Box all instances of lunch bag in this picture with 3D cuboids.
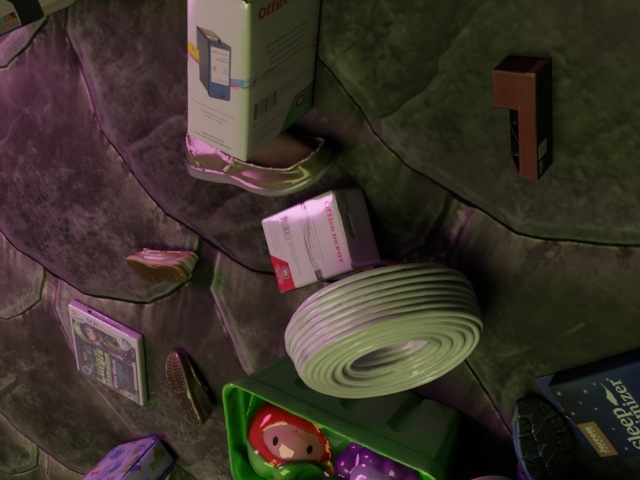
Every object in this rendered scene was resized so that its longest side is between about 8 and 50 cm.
[{"bbox_3d":[-0.415,0.501,1.868,0.219,0.176,0.090,-24,105,44],"label":"lunch bag"}]

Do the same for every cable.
[{"bbox_3d":[0.081,0.122,1.166,0.257,0.257,0.089,-46,50,44],"label":"cable"}]

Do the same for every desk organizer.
[{"bbox_3d":[0.224,-0.135,0.994,0.050,0.047,0.130,13,129,32],"label":"desk organizer"}]

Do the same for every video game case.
[{"bbox_3d":[-0.416,0.222,1.768,0.173,0.022,0.190,24,133,21],"label":"video game case"}]

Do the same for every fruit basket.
[{"bbox_3d":[-0.002,0.382,1.330,0.392,0.392,0.283,19,132,25],"label":"fruit basket"}]

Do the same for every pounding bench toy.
[{"bbox_3d":[0.093,0.060,1.241,0.052,0.083,0.065,-30,64,45],"label":"pounding bench toy"}]

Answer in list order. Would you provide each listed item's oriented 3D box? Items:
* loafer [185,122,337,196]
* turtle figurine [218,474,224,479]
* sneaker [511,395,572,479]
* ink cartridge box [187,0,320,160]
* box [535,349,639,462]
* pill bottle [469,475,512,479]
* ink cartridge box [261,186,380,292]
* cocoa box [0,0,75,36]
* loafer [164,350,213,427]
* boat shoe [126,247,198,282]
[{"bbox_3d":[-0.093,-0.122,1.207,0.251,0.094,0.087,7,130,33],"label":"loafer"},{"bbox_3d":[-0.049,0.419,1.580,0.234,0.118,0.175,26,93,17],"label":"turtle figurine"},{"bbox_3d":[0.303,0.318,1.258,0.087,0.083,0.221,14,123,64],"label":"sneaker"},{"bbox_3d":[-0.077,-0.228,1.070,0.093,0.154,0.212,27,135,20],"label":"ink cartridge box"},{"bbox_3d":[0.390,0.211,1.143,0.136,0.036,0.225,52,138,-8],"label":"box"},{"bbox_3d":[0.270,0.488,1.119,0.363,0.210,0.210,-123,26,-47],"label":"pill bottle"},{"bbox_3d":[0.000,0.000,1.227,0.150,0.063,0.109,-20,82,44],"label":"ink cartridge box"},{"bbox_3d":[-0.537,-0.426,1.190,0.231,0.228,0.347,7,126,45],"label":"cocoa box"},{"bbox_3d":[-0.241,0.269,1.654,0.056,0.050,0.148,-13,98,38],"label":"loafer"},{"bbox_3d":[-0.264,0.036,1.502,0.153,0.048,0.056,0,134,45],"label":"boat shoe"}]
